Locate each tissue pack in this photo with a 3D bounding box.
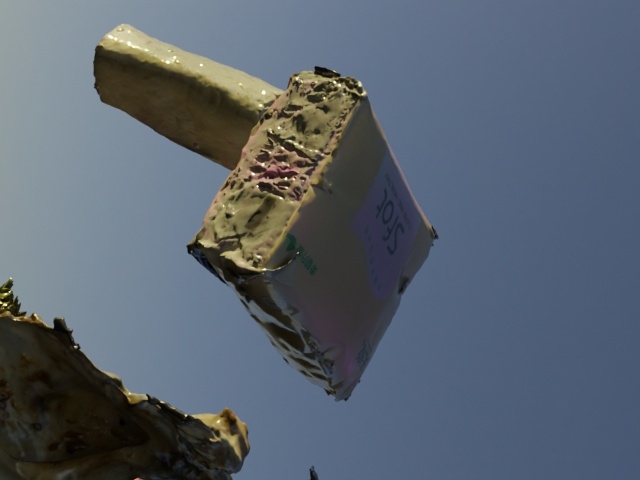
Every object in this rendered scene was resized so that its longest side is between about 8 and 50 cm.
[{"bbox_3d":[0.000,0.000,1.042,0.123,0.256,0.215,19,-112,29],"label":"tissue pack"}]

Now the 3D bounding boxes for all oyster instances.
[{"bbox_3d":[-0.235,0.180,1.144,0.133,0.337,0.197,-148,-110,-84],"label":"oyster"}]

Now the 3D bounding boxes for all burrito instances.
[{"bbox_3d":[-0.151,-0.176,1.471,0.105,0.299,0.143,-63,179,-39],"label":"burrito"}]

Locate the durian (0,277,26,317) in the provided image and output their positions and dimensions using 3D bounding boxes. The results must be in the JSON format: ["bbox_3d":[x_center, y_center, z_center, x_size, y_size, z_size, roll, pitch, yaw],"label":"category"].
[{"bbox_3d":[-0.569,0.233,1.637,0.394,0.163,0.198,-53,-130,9],"label":"durian"}]

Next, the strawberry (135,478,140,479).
[{"bbox_3d":[-0.291,0.434,1.391,0.312,0.267,0.351,-52,-142,11],"label":"strawberry"}]

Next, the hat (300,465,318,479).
[{"bbox_3d":[0.009,0.290,1.079,0.147,0.085,0.175,31,-20,20],"label":"hat"}]
